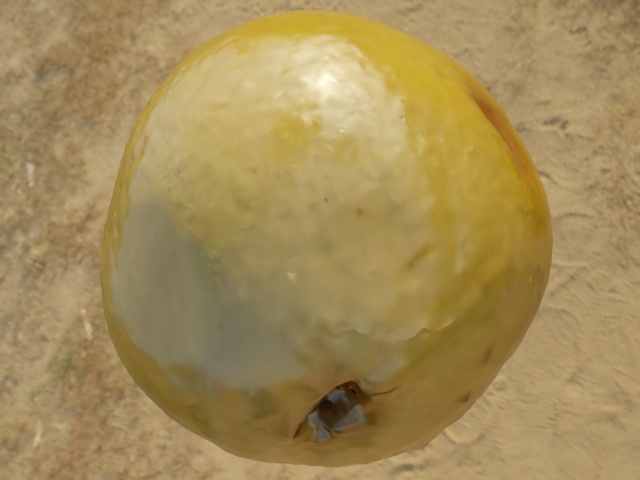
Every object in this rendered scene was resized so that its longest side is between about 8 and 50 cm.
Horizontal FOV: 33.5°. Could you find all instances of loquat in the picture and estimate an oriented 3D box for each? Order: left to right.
[{"bbox_3d":[0.000,0.000,0.485,0.208,0.208,0.208,-16,60,31],"label":"loquat"}]
